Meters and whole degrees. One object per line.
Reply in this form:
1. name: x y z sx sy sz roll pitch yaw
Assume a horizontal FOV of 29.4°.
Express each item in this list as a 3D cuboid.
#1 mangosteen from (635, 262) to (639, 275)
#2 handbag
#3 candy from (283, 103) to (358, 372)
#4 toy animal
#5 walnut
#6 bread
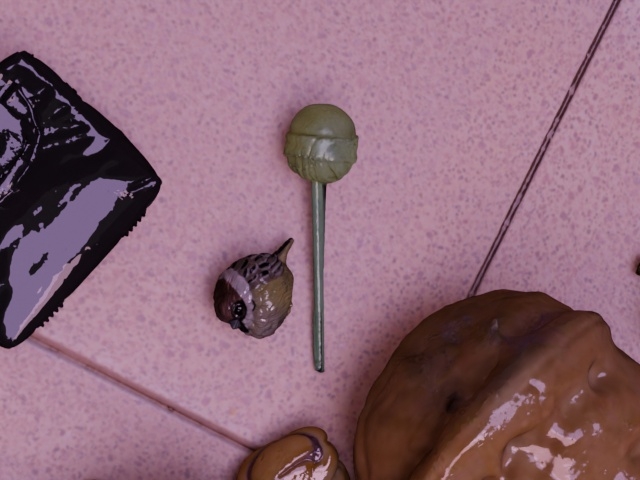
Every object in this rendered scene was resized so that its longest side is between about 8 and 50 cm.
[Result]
1. mangosteen: 0.543 0.079 1.656 0.184 0.172 0.172 -20 98 3
2. handbag: -0.343 -0.047 1.363 0.244 0.088 0.275 44 80 -13
3. candy: 0.000 0.000 1.502 0.092 0.093 0.335 0 100 0
4. toy animal: -0.078 0.049 1.462 0.098 0.098 0.137 19 61 -19
5. walnut: 0.224 0.249 1.440 0.384 0.383 0.383 0 91 -20
6. bread: -0.011 0.344 1.490 0.134 0.081 0.225 -25 101 -14
